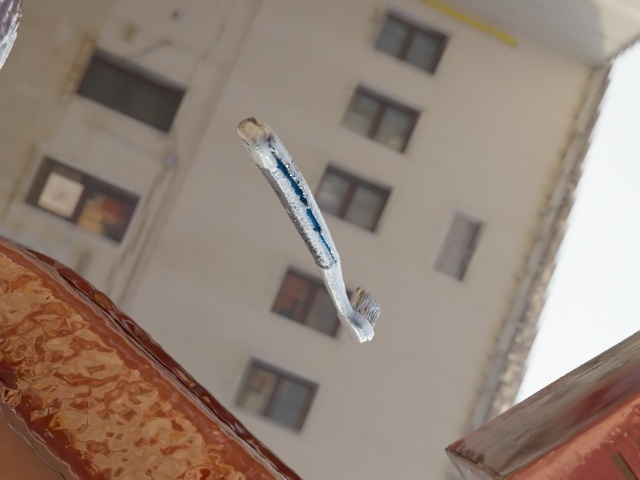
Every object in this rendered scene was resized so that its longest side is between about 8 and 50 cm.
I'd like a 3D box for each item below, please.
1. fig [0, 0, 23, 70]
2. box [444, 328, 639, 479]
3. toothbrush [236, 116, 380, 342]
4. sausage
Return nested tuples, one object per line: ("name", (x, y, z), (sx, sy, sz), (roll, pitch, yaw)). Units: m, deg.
("fig", (-0.198, -0.155, 0.829), (0.133, 0.146, 0.201), (-8, -150, 49))
("box", (0.112, 0.075, 0.555), (0.111, 0.060, 0.156), (-31, 179, -6))
("toothbrush", (0.000, 0.000, 0.879), (0.026, 0.024, 0.288), (-58, 156, -14))
("sausage", (-0.062, 0.099, 0.548), (0.102, 0.330, 0.102), (-37, 149, -27))
